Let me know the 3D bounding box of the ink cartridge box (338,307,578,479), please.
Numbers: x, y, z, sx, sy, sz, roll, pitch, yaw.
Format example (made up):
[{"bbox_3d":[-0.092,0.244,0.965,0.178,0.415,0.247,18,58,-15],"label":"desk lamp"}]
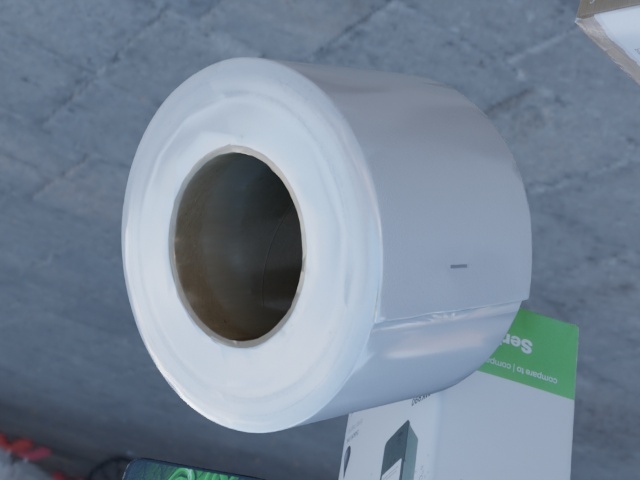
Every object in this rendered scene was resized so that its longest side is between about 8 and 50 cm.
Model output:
[{"bbox_3d":[0.097,0.216,0.915,0.121,0.289,0.211,18,149,-13],"label":"ink cartridge box"}]

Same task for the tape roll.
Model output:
[{"bbox_3d":[0.000,0.000,0.801,0.246,0.246,0.169,-4,179,43],"label":"tape roll"}]

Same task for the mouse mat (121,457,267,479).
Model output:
[{"bbox_3d":[-0.148,0.305,1.172,0.152,0.190,0.007,14,-156,-19],"label":"mouse mat"}]

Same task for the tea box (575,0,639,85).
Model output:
[{"bbox_3d":[0.456,-0.273,1.105,0.329,0.324,0.220,33,158,-35],"label":"tea box"}]
